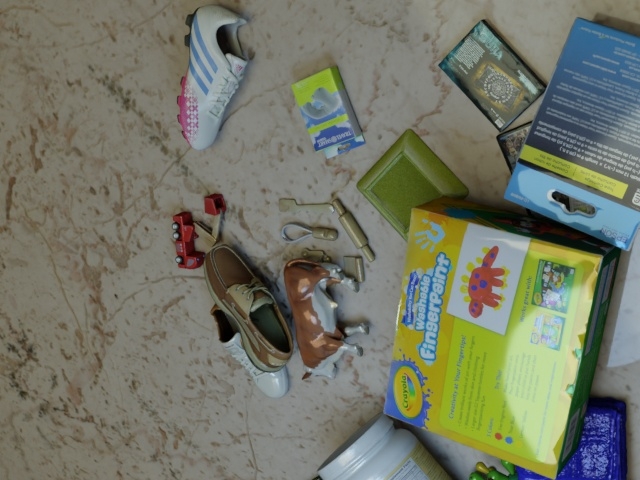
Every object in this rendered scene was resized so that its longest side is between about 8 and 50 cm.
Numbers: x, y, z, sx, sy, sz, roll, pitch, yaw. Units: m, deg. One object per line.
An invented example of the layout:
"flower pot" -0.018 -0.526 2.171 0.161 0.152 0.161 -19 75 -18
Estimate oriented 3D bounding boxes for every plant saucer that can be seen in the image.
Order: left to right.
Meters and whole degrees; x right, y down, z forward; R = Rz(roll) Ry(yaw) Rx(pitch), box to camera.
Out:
"plant saucer" 0.184 -0.105 1.845 0.188 0.045 0.188 47 121 7

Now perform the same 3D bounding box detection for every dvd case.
"dvd case" 0.472 -0.123 1.700 0.180 0.022 0.253 -21 95 32

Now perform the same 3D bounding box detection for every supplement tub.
"supplement tub" 0.175 0.578 1.951 0.331 0.241 0.241 49 121 7

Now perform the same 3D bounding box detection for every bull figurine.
"bull figurine" 0.008 0.187 1.991 0.188 0.101 0.310 -9 106 30

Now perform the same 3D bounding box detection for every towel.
"towel" 0.513 0.476 1.776 0.228 0.076 0.308 -2 92 11

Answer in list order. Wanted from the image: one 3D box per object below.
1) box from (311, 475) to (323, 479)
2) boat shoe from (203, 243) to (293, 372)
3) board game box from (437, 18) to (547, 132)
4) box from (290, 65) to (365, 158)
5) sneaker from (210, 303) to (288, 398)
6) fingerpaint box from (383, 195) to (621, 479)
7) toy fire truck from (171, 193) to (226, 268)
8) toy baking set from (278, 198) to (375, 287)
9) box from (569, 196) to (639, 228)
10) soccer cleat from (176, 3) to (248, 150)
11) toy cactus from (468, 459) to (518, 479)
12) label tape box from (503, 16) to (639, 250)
"box" 0.030 0.680 2.175 0.190 0.045 0.184 51 124 4
"boat shoe" -0.154 0.148 2.036 0.324 0.122 0.120 58 144 7
"board game box" 0.337 -0.322 1.706 0.186 0.026 0.126 49 121 7
"box" 0.016 -0.273 1.883 0.109 0.042 0.178 -18 96 31
"sneaker" -0.185 0.271 2.116 0.106 0.123 0.290 -28 92 30
"fingerpaint box" 0.342 0.173 1.685 0.371 0.163 0.444 15 110 29
"toy fire truck" -0.293 -0.019 2.124 0.135 0.047 0.192 5 108 25
"toy baking set" 0.006 -0.002 1.980 0.197 0.030 0.256 -28 91 32
"box" 0.569 -0.075 1.614 0.207 0.036 0.114 -7 88 27
"soccer cleat" -0.235 -0.355 1.947 0.143 0.116 0.331 14 111 24
"toy cactus" 0.435 0.548 1.894 0.219 0.112 0.180 -15 108 22
"label tape box" 0.515 -0.191 1.559 0.249 0.115 0.347 26 107 24
